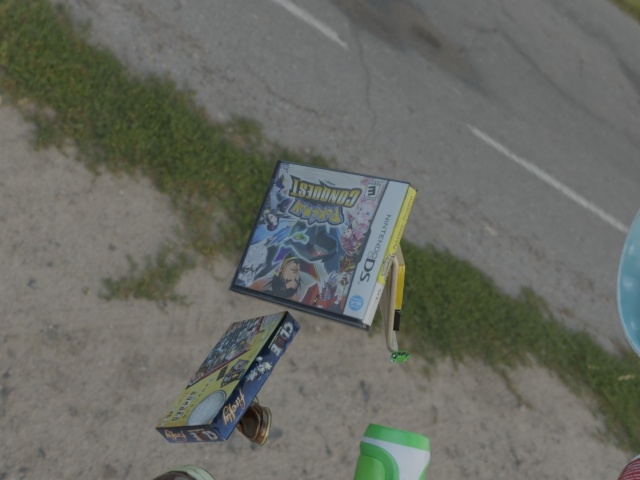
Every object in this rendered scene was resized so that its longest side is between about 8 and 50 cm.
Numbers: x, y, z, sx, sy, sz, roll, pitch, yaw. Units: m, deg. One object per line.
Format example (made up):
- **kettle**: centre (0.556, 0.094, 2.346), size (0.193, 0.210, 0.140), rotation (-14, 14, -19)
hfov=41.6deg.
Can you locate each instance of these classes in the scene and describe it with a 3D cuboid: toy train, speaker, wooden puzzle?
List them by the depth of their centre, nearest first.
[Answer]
- **speaker**: centre (0.102, 0.466, 1.418), size (0.131, 0.131, 0.296), rotation (21, 76, -33)
- **toy train**: centre (0.159, 0.236, 1.705), size (0.017, 0.023, 0.083), rotation (47, 15, 23)
- **wooden puzzle**: centre (0.149, 0.083, 1.776), size (0.044, 0.238, 0.221), rotation (-3, 26, 0)

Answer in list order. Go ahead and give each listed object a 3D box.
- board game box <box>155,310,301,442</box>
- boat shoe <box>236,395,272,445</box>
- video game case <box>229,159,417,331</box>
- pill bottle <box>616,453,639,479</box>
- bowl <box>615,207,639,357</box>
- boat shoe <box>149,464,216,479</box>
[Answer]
- **board game box**: centre (-0.152, 0.227, 1.402), size (0.042, 0.165, 0.243), rotation (51, 51, -20)
- **boat shoe**: centre (-0.131, 0.304, 1.455), size (0.060, 0.064, 0.178), rotation (19, 2, -21)
- **video game case**: centre (0.000, 0.000, 1.407), size (0.275, 0.248, 0.035), rotation (13, -12, 33)
- **pill bottle**: centre (0.646, 0.546, 1.591), size (0.229, 0.229, 0.408), rotation (49, 47, 7)
- **bowl**: centre (0.532, 0.039, 1.030), size (0.163, 0.311, 0.311), rotation (19, 39, -20)
- **boat shoe**: centre (-0.210, 0.311, 0.668), size (0.123, 0.342, 0.123), rotation (53, 14, 24)
